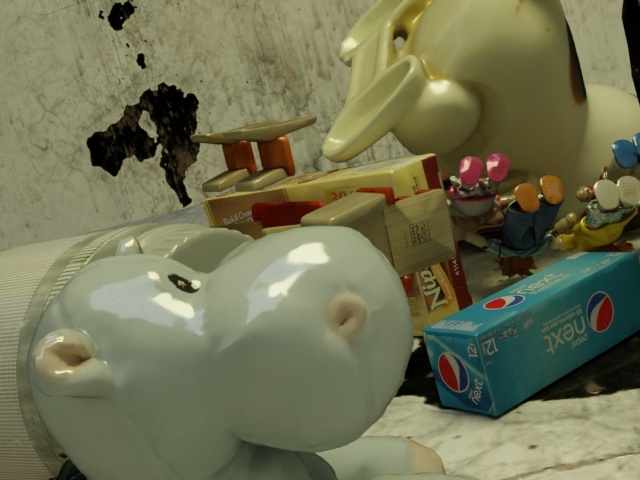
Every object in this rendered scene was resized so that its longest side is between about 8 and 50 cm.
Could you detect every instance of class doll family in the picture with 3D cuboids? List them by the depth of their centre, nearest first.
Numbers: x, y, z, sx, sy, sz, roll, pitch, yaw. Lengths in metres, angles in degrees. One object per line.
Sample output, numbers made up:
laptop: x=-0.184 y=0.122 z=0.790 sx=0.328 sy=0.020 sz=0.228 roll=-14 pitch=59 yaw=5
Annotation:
doll family: x=0.256 y=-0.017 z=1.010 sx=0.263 sy=0.118 sz=0.163 roll=-6 pitch=-26 yaw=0

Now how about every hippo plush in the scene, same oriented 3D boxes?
hippo plush: x=-0.046 y=0.107 z=0.470 sx=0.294 sy=0.236 sz=0.234 roll=-14 pitch=10 yaw=5

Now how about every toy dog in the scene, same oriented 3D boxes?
toy dog: x=0.263 y=-0.169 z=1.158 sx=0.395 sy=0.408 sz=0.284 roll=-42 pitch=28 yaw=30

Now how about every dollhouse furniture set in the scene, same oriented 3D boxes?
dollhouse furniture set: x=0.000 y=0.000 z=0.942 sx=0.135 sy=0.262 sz=0.259 roll=-19 pitch=12 yaw=-32

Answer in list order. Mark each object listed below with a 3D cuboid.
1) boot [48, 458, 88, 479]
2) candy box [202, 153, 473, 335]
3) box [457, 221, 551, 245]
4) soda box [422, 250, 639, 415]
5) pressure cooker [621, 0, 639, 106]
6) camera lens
boot: x=-0.157 y=0.180 z=0.594 sx=0.045 sy=0.121 sz=0.099 roll=-18 pitch=16 yaw=-31
candy box: x=0.010 y=0.014 z=1.069 sx=0.316 sy=0.183 sz=0.087 roll=-5 pitch=13 yaw=45
box: x=0.247 y=-0.038 z=1.360 sx=0.164 sy=0.021 sz=0.201 roll=-8 pitch=16 yaw=-4
soda box: x=0.191 y=0.074 z=0.785 sx=0.210 sy=0.071 sz=0.067 roll=-21 pitch=11 yaw=-32
pressure cooker: x=0.473 y=-0.146 z=0.660 sx=0.420 sy=0.370 sz=0.375 roll=-20 pitch=3 yaw=11
camera lens: x=-0.173 y=0.103 z=0.737 sx=0.274 sy=0.219 sz=0.219 roll=-8 pitch=12 yaw=35
